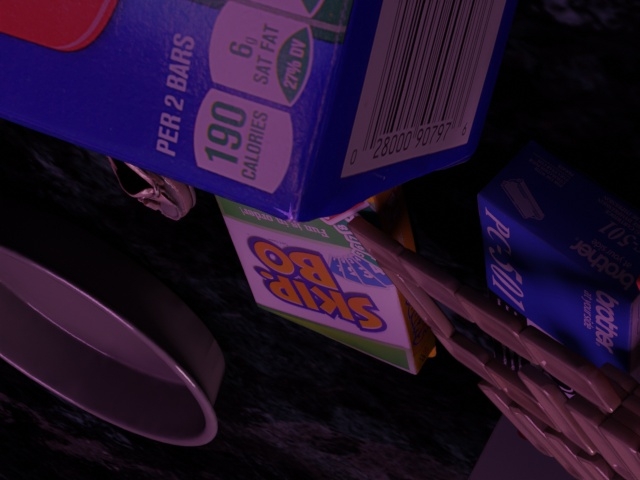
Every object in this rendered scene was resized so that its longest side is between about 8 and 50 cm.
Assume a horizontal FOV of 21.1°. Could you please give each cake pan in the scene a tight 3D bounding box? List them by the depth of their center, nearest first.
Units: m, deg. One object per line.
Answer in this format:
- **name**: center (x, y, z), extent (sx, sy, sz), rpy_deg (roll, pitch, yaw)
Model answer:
- **cake pan**: center (-0.197, 0.061, 1.372), extent (0.293, 0.054, 0.293), rpy_deg (26, 157, 12)

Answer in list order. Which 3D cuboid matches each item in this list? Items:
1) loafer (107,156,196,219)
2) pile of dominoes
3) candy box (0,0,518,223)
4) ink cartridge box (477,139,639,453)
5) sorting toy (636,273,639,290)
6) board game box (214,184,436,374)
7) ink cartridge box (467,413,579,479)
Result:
- **loafer**: center (-0.118, -0.048, 1.071), extent (0.045, 0.039, 0.125), rpy_deg (16, 153, 30)
- **pile of dominoes**: center (0.133, 0.078, 0.883), extent (0.196, 0.040, 0.251), rpy_deg (50, 172, -31)
- **candy box**: center (-0.087, -0.184, 0.469), extent (0.317, 0.268, 0.122), rpy_deg (20, -162, 24)
- **ink cartridge box**: center (0.137, 0.041, 0.900), extent (0.097, 0.046, 0.207), rpy_deg (37, 161, 26)
- **sorting toy**: center (0.281, 0.064, 0.741), extent (0.255, 0.089, 0.257), rpy_deg (11, 149, 40)
- **board game box**: center (0.000, 0.000, 1.035), extent (0.124, 0.039, 0.259), rpy_deg (23, 158, 22)
- **ink cartridge box**: center (0.138, 0.222, 1.127), extent (0.128, 0.176, 0.127), rpy_deg (27, 159, 12)
